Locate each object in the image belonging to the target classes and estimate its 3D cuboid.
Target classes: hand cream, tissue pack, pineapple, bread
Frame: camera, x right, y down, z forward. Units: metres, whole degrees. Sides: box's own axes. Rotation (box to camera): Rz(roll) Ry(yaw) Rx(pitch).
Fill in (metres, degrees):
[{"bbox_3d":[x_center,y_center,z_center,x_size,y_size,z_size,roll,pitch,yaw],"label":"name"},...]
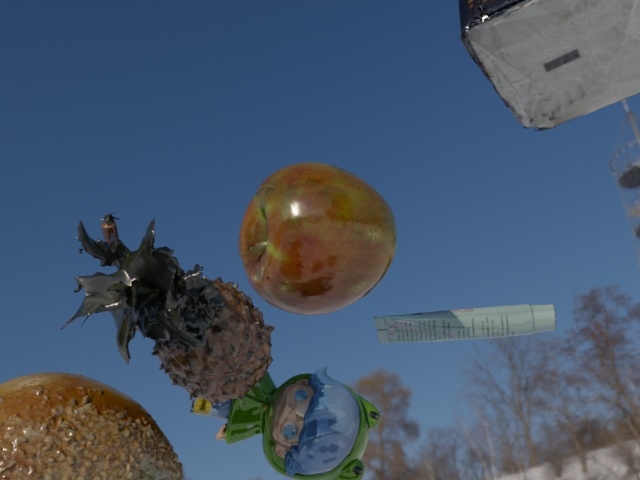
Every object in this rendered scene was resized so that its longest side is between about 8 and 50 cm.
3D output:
[{"bbox_3d":[0.270,0.160,1.488,0.331,0.058,0.085,-7,-41,7],"label":"hand cream"},{"bbox_3d":[0.282,-0.323,0.943,0.210,0.370,0.198,-19,-45,24],"label":"tissue pack"},{"bbox_3d":[-0.180,0.083,0.939,0.165,0.166,0.364,-15,-29,13],"label":"pineapple"},{"bbox_3d":[-0.299,0.242,0.863,0.314,0.192,0.171,-15,7,-38],"label":"bread"}]

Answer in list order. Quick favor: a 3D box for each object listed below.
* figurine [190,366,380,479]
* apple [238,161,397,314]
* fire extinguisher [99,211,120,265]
[{"bbox_3d":[-0.049,0.254,1.150,0.263,0.162,0.143,17,-30,5],"label":"figurine"},{"bbox_3d":[0.000,0.000,1.263,0.226,0.246,0.246,6,-30,-24],"label":"apple"},{"bbox_3d":[-0.292,-0.004,1.122,0.028,0.022,0.083,-7,-58,-7],"label":"fire extinguisher"}]
